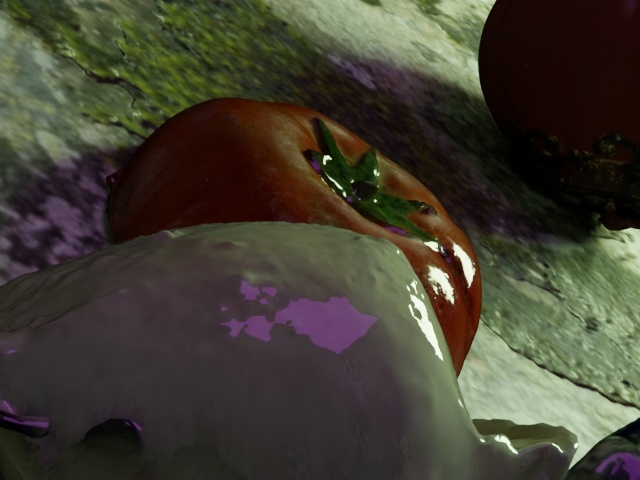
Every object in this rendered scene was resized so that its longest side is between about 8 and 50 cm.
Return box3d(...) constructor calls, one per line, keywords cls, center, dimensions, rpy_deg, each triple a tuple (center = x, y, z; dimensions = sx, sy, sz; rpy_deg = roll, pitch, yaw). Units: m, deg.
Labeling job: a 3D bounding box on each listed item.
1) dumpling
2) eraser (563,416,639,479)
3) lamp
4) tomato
box3d(cls="dumpling", center=(-0.046, 0.055, 0.691), dimensions=(0.243, 0.175, 0.227), rpy_deg=(46, -6, -19))
box3d(cls="eraser", center=(0.228, 0.154, 0.905), dimensions=(0.155, 0.101, 0.332), rpy_deg=(49, 30, 17))
box3d(cls="lamp", center=(0.220, -0.110, 1.194), dimensions=(0.227, 0.227, 0.227), rpy_deg=(29, 29, -18))
box3d(cls="tomato", center=(0.000, -0.002, 0.891), dimensions=(0.225, 0.085, 0.225), rpy_deg=(27, 27, -16))
